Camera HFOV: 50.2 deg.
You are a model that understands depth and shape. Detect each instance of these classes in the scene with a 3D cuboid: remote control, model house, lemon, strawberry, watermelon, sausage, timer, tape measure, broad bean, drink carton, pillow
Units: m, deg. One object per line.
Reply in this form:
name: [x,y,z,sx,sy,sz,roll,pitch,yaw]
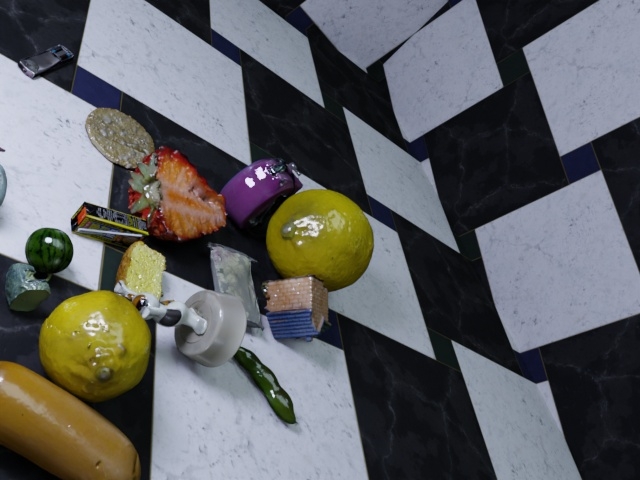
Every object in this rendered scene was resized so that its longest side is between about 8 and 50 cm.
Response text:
remote control: [-0.748,-0.492,1.866,0.059,0.028,0.212,44,28,-12]
model house: [-0.057,0.202,1.884,0.183,0.166,0.172,32,50,-62]
lemon: [0.001,0.000,2.040,0.336,0.336,0.336,35,31,-25]
strawberry: [-0.393,-0.113,1.794,0.280,0.150,0.253,-20,92,-63]
watermelon: [-0.561,0.026,1.418,0.109,0.109,0.109,35,31,-25]
sausage: [-0.440,0.341,1.187,0.354,0.116,0.134,41,17,-24]
timer: [-0.312,0.163,1.489,0.266,0.175,0.175,30,33,-45]
tape measure: [-0.174,-0.143,2.033,0.149,0.245,0.231,51,12,5]
broad bean: [-0.135,0.350,1.685,0.254,0.046,0.065,50,34,5]
drink carton: [-0.496,-0.032,1.611,0.165,0.071,0.056,19,37,-42]
lemon: [-0.420,0.196,1.280,0.204,0.204,0.260,33,0,-29]
model house: [-0.578,0.084,1.338,0.066,0.079,0.083,16,41,-50]
pillow: [-0.234,0.122,1.815,0.169,0.059,0.255,26,37,-39]

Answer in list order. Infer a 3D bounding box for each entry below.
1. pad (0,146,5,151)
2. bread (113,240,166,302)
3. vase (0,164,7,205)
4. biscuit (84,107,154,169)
pad: [-0.812,-0.266,1.377,0.299,0.005,0.202,36,13,10]
bread: [-0.419,0.089,1.582,0.103,0.065,0.187,32,31,-33]
vase: [-0.757,-0.121,1.282,0.299,0.143,0.143,10,47,-56]
biscuit: [-0.551,-0.282,1.888,0.220,0.033,0.220,34,33,-26]
